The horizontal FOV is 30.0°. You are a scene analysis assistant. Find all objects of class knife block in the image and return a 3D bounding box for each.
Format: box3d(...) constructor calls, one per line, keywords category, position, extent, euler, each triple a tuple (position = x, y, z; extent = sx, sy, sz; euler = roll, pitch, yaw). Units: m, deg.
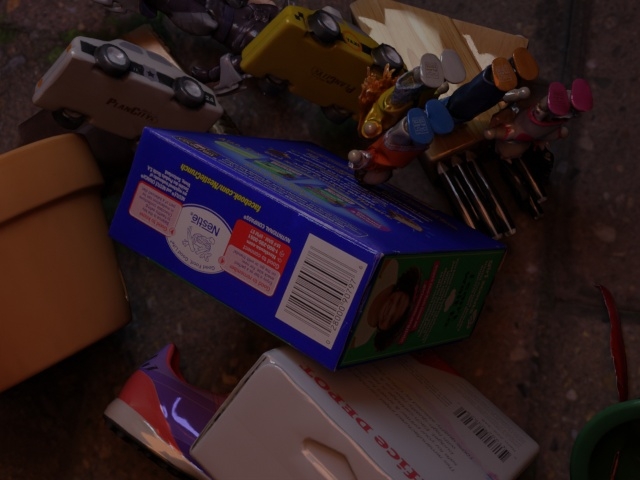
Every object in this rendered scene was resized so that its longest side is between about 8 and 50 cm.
box3d(category="knife block", position=(0.131, -0.121, 1.322), extent=(0.276, 0.088, 0.242), euler=(18, 76, 11))

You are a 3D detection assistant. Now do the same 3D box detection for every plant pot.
box3d(category="plant pot", position=(-0.329, 0.042, 1.245), extent=(0.291, 0.291, 0.203), euler=(-28, 92, -2))

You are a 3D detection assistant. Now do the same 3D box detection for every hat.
box3d(category="hat", position=(0.356, 0.186, 1.245), extent=(0.173, 0.183, 0.208), euler=(7, 117, 15))

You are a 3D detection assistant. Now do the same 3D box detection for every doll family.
box3d(category="doll family", position=(0.129, -0.135, 1.184), extent=(0.263, 0.163, 0.118), euler=(-11, 78, -26))

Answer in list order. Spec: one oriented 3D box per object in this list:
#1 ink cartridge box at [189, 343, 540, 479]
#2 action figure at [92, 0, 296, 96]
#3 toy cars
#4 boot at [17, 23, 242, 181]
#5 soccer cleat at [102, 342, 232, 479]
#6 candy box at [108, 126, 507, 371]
box3d(category="ink cartridge box", position=(0.053, 0.197, 1.120), extent=(0.226, 0.306, 0.131), euler=(43, 111, 16))
box3d(category="action figure", position=(-0.131, -0.254, 1.349), extent=(0.285, 0.099, 0.185), euler=(24, 32, -20))
box3d(category="toy cars", position=(-0.098, -0.179, 1.241), extent=(0.394, 0.176, 0.087), euler=(-10, 55, -8))
box3d(category="boot", position=(-0.210, -0.104, 1.375), extent=(0.207, 0.090, 0.248), euler=(-40, 76, 8))
box3d(category="soccer cleat", position=(-0.074, 0.227, 1.242), extent=(0.318, 0.108, 0.116), euler=(31, 76, 16))
box3d(category="candy box", position=(0.000, 0.000, 1.160), extent=(0.268, 0.317, 0.122), euler=(29, 105, 25))
